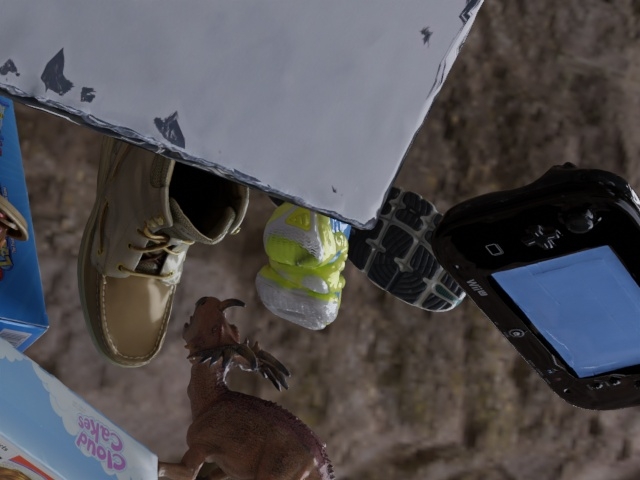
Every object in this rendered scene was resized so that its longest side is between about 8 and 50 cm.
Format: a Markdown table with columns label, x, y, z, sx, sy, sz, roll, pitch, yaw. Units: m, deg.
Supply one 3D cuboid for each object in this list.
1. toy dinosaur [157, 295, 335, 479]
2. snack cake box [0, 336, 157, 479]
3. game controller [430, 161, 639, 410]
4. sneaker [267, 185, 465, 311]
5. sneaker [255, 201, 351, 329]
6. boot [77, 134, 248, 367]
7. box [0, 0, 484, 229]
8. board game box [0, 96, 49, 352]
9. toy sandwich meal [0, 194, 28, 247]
| label | x | y | z | sx | sy | sz | roll | pitch | yaw |
| --- | --- | --- | --- | --- | --- | --- | --- | --- | --- |
| toy dinosaur | -0.062 | 0.208 | 1.668 | 0.200 | 0.296 | 0.127 | -54 | 175 | 10 |
| snack cake box | -0.267 | 0.168 | 1.244 | 0.152 | 0.264 | 0.089 | -25 | -137 | 22 |
| game controller | 0.222 | 0.050 | 1.288 | 0.166 | 0.319 | 0.067 | -23 | -134 | 22 |
| sneaker | 0.064 | -0.016 | 1.750 | 0.275 | 0.110 | 0.107 | 38 | -90 | 28 |
| sneaker | 0.000 | 0.000 | 1.573 | 0.240 | 0.091 | 0.126 | 102 | 14 | -67 |
| boot | -0.115 | -0.002 | 1.157 | 0.165 | 0.077 | 0.213 | 12 | -83 | 63 |
| box | -0.113 | -0.329 | 0.711 | 0.480 | 0.297 | 0.471 | 31 | -85 | 36 |
| board game box | -0.373 | 0.017 | 1.376 | 0.308 | 0.086 | 0.302 | -40 | -129 | 34 |
| toy sandwich meal | -0.222 | -0.017 | 0.997 | 0.029 | 0.085 | 0.085 | -55 | -154 | -17 |
